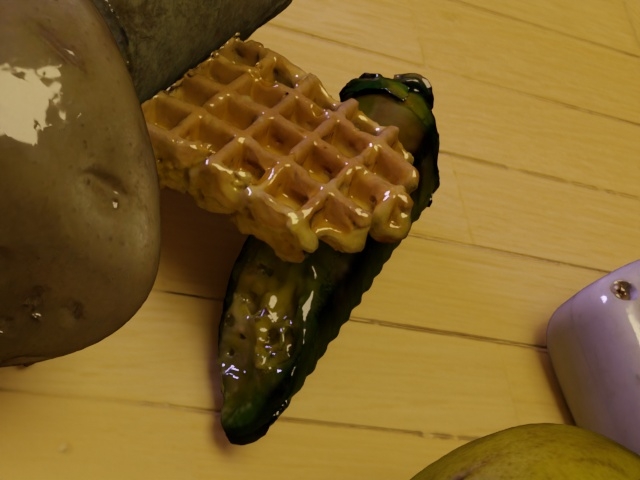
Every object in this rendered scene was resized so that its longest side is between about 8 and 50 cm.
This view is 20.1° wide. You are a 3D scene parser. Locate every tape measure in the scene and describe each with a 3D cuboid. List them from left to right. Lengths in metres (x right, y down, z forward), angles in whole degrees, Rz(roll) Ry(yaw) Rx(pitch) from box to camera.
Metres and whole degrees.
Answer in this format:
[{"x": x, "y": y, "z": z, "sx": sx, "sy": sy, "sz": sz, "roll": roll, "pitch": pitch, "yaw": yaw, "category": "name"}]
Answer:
[{"x": 0.345, "y": 0.135, "z": 1.640, "sx": 0.265, "sy": 0.130, "sz": 0.258, "roll": -18, "pitch": 76, "yaw": -47, "category": "tape measure"}]

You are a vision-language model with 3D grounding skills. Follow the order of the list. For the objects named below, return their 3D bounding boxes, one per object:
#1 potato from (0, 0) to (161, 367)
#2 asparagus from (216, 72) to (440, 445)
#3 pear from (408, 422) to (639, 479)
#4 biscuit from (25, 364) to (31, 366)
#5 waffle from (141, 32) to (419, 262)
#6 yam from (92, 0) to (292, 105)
[{"x": -0.235, "y": -0.075, "z": 1.181, "sx": 0.221, "sy": 0.243, "sz": 0.326, "roll": -10, "pitch": 67, "yaw": -30, "category": "potato"}, {"x": 0.000, "y": 0.000, "z": 1.440, "sx": 0.108, "sy": 0.128, "sz": 0.382, "roll": 13, "pitch": 39, "yaw": 19, "category": "asparagus"}, {"x": 0.134, "y": 0.262, "z": 1.269, "sx": 0.307, "sy": 0.253, "sz": 0.253, "roll": -23, "pitch": 77, "yaw": -38, "category": "pear"}, {"x": -0.227, "y": 0.049, "z": 1.273, "sx": 0.092, "sy": 0.016, "sz": 0.082, "roll": 52, "pitch": 45, "yaw": 4, "category": "biscuit"}, {"x": -0.023, "y": -0.059, "z": 1.360, "sx": 0.211, "sy": 0.055, "sz": 0.160, "roll": 32, "pitch": 43, "yaw": 14, "category": "waffle"}, {"x": -0.142, "y": -0.198, "z": 1.429, "sx": 0.168, "sy": 0.168, "sz": 0.304, "roll": 48, "pitch": 42, "yaw": -2, "category": "yam"}]
